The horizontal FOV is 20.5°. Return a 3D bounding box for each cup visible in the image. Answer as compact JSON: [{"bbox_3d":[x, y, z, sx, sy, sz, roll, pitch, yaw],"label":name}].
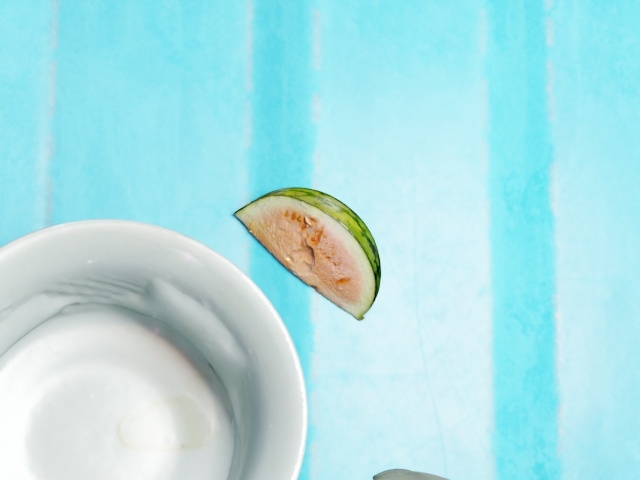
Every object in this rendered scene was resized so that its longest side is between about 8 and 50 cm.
[{"bbox_3d":[-0.192,0.169,1.578,0.347,0.163,0.347,3,71,-8],"label":"cup"}]

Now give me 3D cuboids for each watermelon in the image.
[{"bbox_3d":[0.008,-0.009,1.708,0.163,0.087,0.069,41,40,2],"label":"watermelon"}]

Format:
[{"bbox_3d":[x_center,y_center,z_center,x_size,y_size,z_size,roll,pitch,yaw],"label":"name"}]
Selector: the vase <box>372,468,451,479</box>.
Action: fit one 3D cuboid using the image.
[{"bbox_3d":[0.142,0.373,1.591,0.251,0.156,0.301,12,83,-8],"label":"vase"}]
